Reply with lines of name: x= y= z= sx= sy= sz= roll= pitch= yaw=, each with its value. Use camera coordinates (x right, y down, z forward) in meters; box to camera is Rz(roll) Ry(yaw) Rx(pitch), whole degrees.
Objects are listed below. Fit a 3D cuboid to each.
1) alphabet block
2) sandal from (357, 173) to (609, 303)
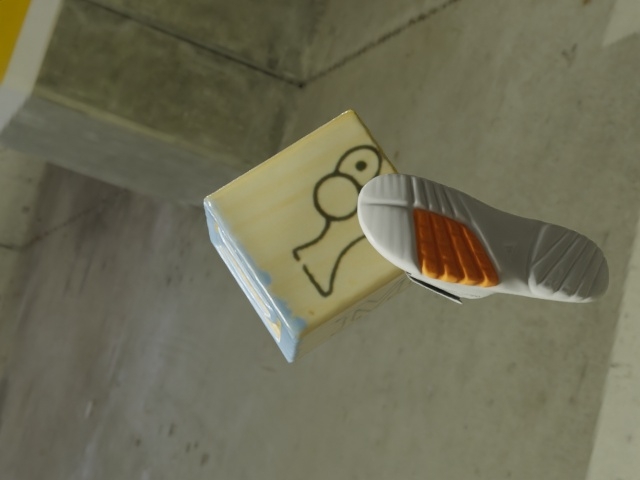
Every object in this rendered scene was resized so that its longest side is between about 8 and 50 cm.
alphabet block: x=0.000 y=0.000 z=1.273 sx=0.197 sy=0.192 sz=0.193 roll=-31 pitch=-8 yaw=-10
sandal: x=0.150 y=0.019 z=1.081 sx=0.076 sy=0.265 sz=0.102 roll=131 pitch=152 yaw=-57
